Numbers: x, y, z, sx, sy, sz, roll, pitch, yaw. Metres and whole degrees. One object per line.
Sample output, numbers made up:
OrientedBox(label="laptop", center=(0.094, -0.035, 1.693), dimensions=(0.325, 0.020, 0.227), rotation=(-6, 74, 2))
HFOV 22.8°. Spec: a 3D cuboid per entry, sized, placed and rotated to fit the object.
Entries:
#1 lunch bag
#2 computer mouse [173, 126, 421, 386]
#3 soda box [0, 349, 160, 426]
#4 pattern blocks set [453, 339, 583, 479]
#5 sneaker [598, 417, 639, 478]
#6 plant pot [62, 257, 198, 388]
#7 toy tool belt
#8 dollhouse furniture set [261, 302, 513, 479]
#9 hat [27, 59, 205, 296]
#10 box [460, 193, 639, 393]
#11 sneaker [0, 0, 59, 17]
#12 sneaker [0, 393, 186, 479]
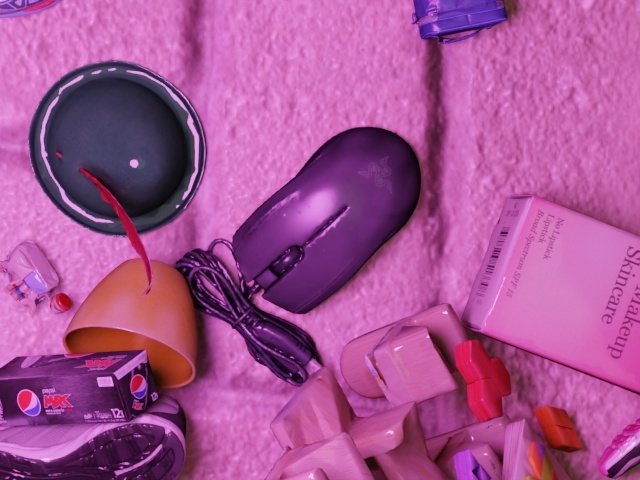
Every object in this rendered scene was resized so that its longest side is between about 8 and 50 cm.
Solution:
OrientedBox(label="lunch bag", center=(0.138, -0.236, 1.616), dimensions=(0.098, 0.067, 0.065), rotation=(-13, 92, -4))
OrientedBox(label="computer mouse", center=(0.000, 0.000, 1.605), dimensions=(0.188, 0.072, 0.272), rotation=(42, 87, -4))
OrientedBox(label="soda box", center=(-0.243, 0.144, 1.543), dimensions=(0.169, 0.060, 0.053), rotation=(-5, 108, 31))
OrientedBox(label="pattern blocks set", center=(0.226, 0.271, 1.543), dimensions=(0.026, 0.285, 0.325), rotation=(-23, 133, 29))
OrientedBox(label="sneaker", center=(0.370, 0.207, 1.649), dimensions=(0.170, 0.063, 0.075), rotation=(-32, 88, -9))
OrientedBox(label="plant pot", center=(-0.176, 0.075, 1.571), dimensions=(0.134, 0.134, 0.095), rotation=(18, 62, -6))
OrientedBox(label="toy tool belt", center=(-0.290, 0.045, 1.594), dimensions=(0.051, 0.052, 0.083), rotation=(-34, 91, 27))
OrientedBox(label="dollhouse furniture set", center=(0.044, 0.324, 1.495), dimensions=(0.256, 0.362, 0.394), rotation=(-23, 101, 29))
OrientedBox(label="hat", center=(-0.188, -0.083, 1.528), dimensions=(0.208, 0.183, 0.173), rotation=(43, 87, -5))
OrientedBox(label="box", center=(0.279, 0.061, 1.606), dimensions=(0.232, 0.127, 0.148), rotation=(21, 89, -5))
OrientedBox(label="sneaker", center=(-0.242, -0.310, 1.547), dimensions=(0.262, 0.125, 0.104), rotation=(-32, 93, -4))
OrientedBox(label="sneaker", center=(-0.256, 0.217, 1.580), dimensions=(0.271, 0.108, 0.100), rotation=(-12, 111, 10))
